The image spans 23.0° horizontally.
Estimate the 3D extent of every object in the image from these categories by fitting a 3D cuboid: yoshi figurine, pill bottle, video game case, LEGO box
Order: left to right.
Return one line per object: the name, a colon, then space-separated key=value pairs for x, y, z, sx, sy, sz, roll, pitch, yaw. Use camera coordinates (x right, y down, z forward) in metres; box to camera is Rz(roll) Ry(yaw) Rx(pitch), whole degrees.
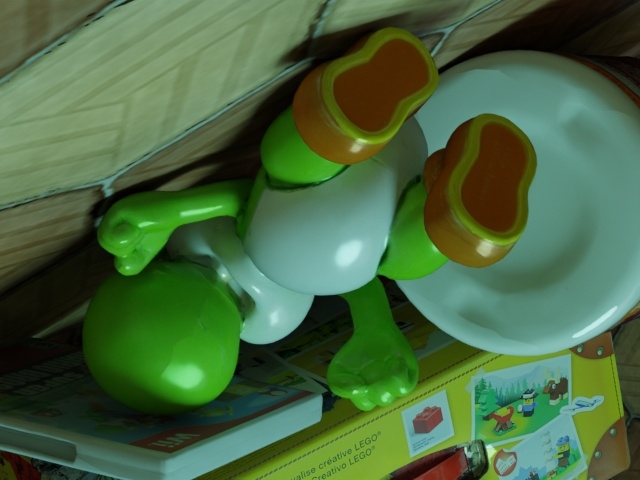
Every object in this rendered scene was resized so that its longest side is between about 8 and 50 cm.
video game case: x=-0.171 y=0.120 z=1.165 sx=0.285 sy=0.025 sz=0.204 roll=8 pitch=-169 yaw=29
yoshi figurine: x=-0.039 y=0.022 z=1.037 sx=0.203 sy=0.204 sz=0.362 roll=-1 pitch=160 yaw=-36
LEGO box: x=-0.025 y=0.189 z=1.488 sx=0.500 sy=0.193 sz=0.372 roll=-24 pitch=-158 yaw=-28
pill bottle: x=0.219 y=-0.040 z=1.288 sx=0.224 sy=0.224 sz=0.392 roll=-32 pitch=171 yaw=25
